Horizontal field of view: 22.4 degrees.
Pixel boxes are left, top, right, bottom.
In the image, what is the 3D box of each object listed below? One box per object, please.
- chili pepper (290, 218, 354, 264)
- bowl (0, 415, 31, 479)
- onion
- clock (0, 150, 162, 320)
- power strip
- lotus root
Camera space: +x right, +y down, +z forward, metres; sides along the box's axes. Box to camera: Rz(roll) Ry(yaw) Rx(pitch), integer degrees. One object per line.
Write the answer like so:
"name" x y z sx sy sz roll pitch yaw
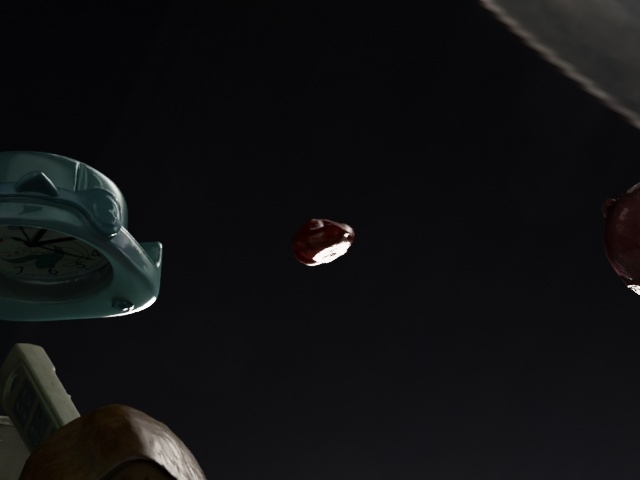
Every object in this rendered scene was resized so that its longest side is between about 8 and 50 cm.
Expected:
"chili pepper" -0.001 -0.001 1.847 0.059 0.050 0.191 4 172 -16
"bowl" -0.420 0.333 2.265 0.337 0.158 0.337 8 178 0
"onion" 0.394 -0.010 1.876 0.159 0.159 0.195 23 -177 -33
"clock" -0.297 -0.010 1.692 0.223 0.094 0.274 -3 149 9
"power strip" -0.333 0.220 1.973 0.048 0.080 0.286 11 -160 -33
"lotus root" -0.215 0.257 1.588 0.188 0.199 0.180 59 178 -36
